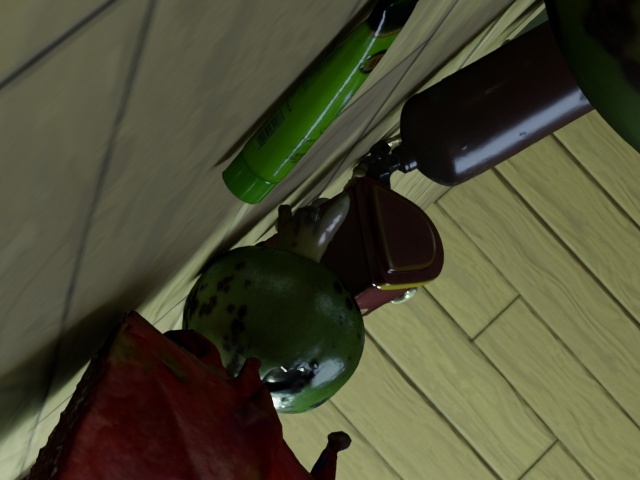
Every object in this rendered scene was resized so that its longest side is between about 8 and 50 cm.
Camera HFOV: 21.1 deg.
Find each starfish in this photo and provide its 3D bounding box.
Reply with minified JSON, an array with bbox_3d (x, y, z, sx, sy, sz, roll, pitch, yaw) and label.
[{"bbox_3d":[0.046,-0.056,1.311,0.078,0.028,0.091,-50,171,21],"label":"starfish"}]

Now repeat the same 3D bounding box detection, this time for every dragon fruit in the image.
[{"bbox_3d":[-0.098,0.240,0.934,0.371,0.249,0.386,-64,-172,3],"label":"dragon fruit"}]

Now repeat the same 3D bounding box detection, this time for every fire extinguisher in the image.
[{"bbox_3d":[0.138,-0.097,1.201,0.267,0.072,0.089,-30,158,-9],"label":"fire extinguisher"}]

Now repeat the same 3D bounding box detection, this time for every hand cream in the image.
[{"bbox_3d":[0.000,-0.063,0.745,0.122,0.023,0.036,-48,171,28],"label":"hand cream"}]

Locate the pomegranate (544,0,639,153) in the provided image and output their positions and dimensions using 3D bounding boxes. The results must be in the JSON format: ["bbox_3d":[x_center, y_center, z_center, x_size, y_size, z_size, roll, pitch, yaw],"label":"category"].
[{"bbox_3d":[0.185,-0.133,0.492,0.242,0.242,0.306,-40,156,-34],"label":"pomegranate"}]

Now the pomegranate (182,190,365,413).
[{"bbox_3d":[-0.024,0.039,1.114,0.122,0.122,0.161,127,-16,-73],"label":"pomegranate"}]

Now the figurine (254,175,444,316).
[{"bbox_3d":[0.019,0.027,1.211,0.098,0.082,0.154,9,149,-41],"label":"figurine"}]

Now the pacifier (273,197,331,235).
[{"bbox_3d":[0.000,0.000,1.286,0.083,0.068,0.064,100,12,-83],"label":"pacifier"}]

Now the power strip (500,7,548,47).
[{"bbox_3d":[0.216,-0.199,1.301,0.215,0.061,0.145,-44,170,16],"label":"power strip"}]
